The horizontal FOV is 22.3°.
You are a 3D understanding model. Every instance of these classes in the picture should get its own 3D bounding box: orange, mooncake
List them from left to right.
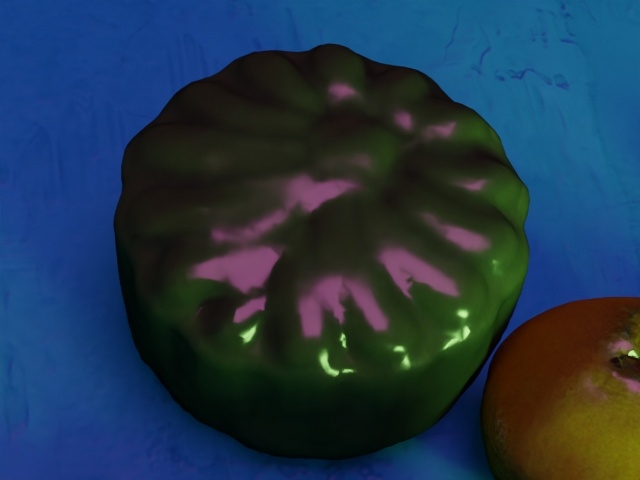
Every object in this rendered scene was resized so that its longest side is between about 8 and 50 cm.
[{"bbox_3d":[0.000,0.000,1.409,0.356,0.194,0.356,1,60,-2],"label":"mooncake"},{"bbox_3d":[0.262,0.159,1.389,0.249,0.183,0.249,7,50,-8],"label":"orange"}]
